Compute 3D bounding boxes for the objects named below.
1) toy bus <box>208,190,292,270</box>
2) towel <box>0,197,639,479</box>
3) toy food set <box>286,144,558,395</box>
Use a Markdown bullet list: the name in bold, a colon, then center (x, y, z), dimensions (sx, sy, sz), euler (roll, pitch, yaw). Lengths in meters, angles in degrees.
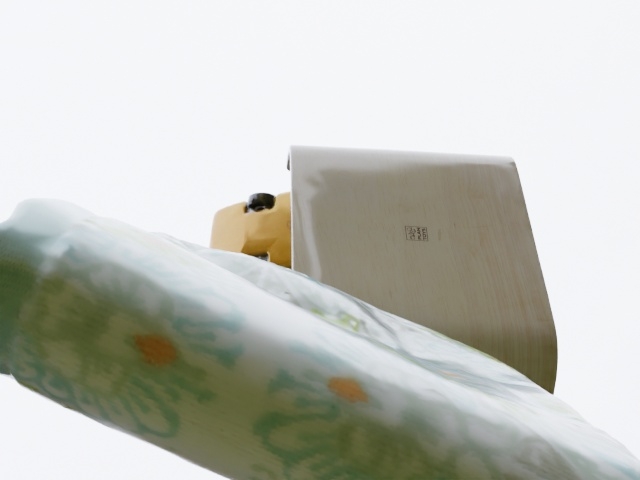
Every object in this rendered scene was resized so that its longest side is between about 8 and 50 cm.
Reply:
- **toy bus**: center (0.000, 0.000, 1.466), dimensions (0.332, 0.108, 0.130), euler (-10, -25, 37)
- **towel**: center (0.001, 0.074, 0.644), dimensions (0.320, 0.374, 0.090), euler (21, -89, 1)
- **toy food set**: center (0.078, 0.027, 1.043), dimensions (0.219, 0.306, 0.092), euler (3, -48, -6)
